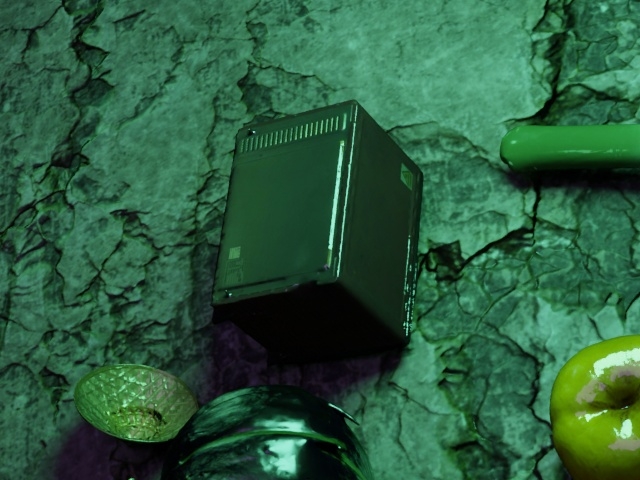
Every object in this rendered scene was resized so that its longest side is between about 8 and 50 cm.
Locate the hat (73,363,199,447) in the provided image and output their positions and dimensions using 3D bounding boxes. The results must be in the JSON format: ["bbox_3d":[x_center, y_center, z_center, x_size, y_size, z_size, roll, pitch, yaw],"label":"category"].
[{"bbox_3d":[-0.215,0.209,1.922,0.146,0.067,0.146,10,30,-6],"label":"hat"}]

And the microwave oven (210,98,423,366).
[{"bbox_3d":[0.001,-0.001,1.881,0.178,0.188,0.247,-9,58,27],"label":"microwave oven"}]

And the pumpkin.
[{"bbox_3d":[-0.074,0.290,1.633,0.296,0.296,0.296,-13,53,18],"label":"pumpkin"}]

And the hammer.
[{"bbox_3d":[0.348,-0.095,1.830,0.335,0.119,0.206,1,58,35],"label":"hammer"}]

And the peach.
[{"bbox_3d":[0.311,0.172,1.658,0.179,0.103,0.179,-14,55,20],"label":"peach"}]
